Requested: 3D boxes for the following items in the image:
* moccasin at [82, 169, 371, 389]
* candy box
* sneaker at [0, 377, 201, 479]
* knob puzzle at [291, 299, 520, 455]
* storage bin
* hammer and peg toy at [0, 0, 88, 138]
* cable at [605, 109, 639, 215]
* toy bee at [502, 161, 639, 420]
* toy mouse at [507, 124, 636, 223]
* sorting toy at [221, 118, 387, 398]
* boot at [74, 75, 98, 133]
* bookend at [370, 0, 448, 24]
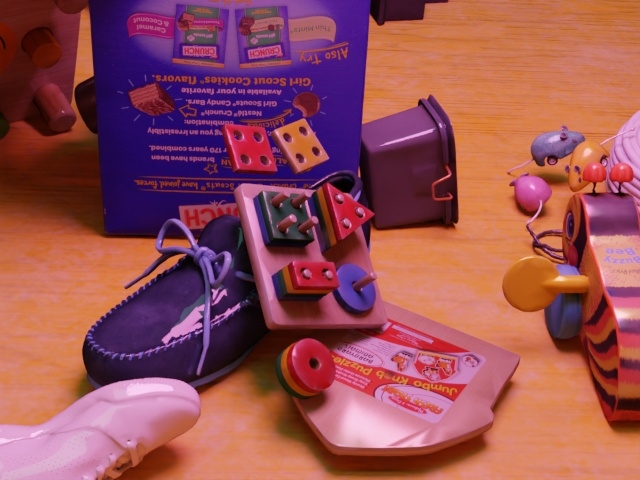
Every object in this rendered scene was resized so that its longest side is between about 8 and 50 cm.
[{"bbox_3d":[-0.085,0.022,1.038,0.138,0.116,0.342,24,38,28],"label":"moccasin"},{"bbox_3d":[-0.093,-0.162,1.136,0.268,0.317,0.122,1,31,-4],"label":"candy box"},{"bbox_3d":[-0.184,0.175,0.850,0.212,0.080,0.094,-16,50,-17],"label":"sneaker"},{"bbox_3d":[0.058,0.130,0.969,0.213,0.030,0.213,3,33,-2],"label":"knob puzzle"},{"bbox_3d":[0.092,-0.073,1.200,0.091,0.135,0.098,-15,37,-8],"label":"storage bin"},{"bbox_3d":[-0.432,-0.206,1.223,0.361,0.266,0.127,-18,57,-31],"label":"hammer and peg toy"},{"bbox_3d":[0.451,-0.067,1.253,0.257,0.089,0.257,23,38,26],"label":"cable"},{"bbox_3d":[0.255,0.018,1.043,0.195,0.162,0.298,-14,37,-22],"label":"toy bee"},{"bbox_3d":[0.254,-0.085,1.268,0.161,0.031,0.143,-50,29,-16],"label":"toy mouse"},{"bbox_3d":[0.000,0.000,0.987,0.132,0.046,0.274,4,62,-40],"label":"sorting toy"},{"bbox_3d":[-0.131,-0.231,1.318,0.280,0.096,0.264,-20,13,9],"label":"boot"},{"bbox_3d":[0.144,-0.402,1.748,0.156,0.072,0.157,-5,35,-13],"label":"bookend"}]
